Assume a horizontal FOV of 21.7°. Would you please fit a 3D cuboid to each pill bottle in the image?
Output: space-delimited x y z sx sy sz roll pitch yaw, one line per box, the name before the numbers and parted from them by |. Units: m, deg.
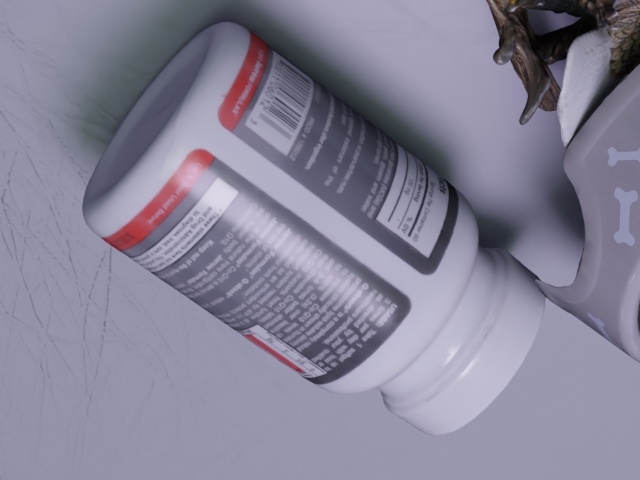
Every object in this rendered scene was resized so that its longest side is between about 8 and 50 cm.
pill bottle | 0.000 0.000 1.409 0.363 0.210 0.210 36 112 -17

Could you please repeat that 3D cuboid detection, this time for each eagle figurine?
eagle figurine | 0.274 -0.215 1.313 0.298 0.226 0.225 -18 96 15

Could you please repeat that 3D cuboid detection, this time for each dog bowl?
dog bowl | 0.339 -0.037 1.346 0.348 0.102 0.349 -24 143 -20
